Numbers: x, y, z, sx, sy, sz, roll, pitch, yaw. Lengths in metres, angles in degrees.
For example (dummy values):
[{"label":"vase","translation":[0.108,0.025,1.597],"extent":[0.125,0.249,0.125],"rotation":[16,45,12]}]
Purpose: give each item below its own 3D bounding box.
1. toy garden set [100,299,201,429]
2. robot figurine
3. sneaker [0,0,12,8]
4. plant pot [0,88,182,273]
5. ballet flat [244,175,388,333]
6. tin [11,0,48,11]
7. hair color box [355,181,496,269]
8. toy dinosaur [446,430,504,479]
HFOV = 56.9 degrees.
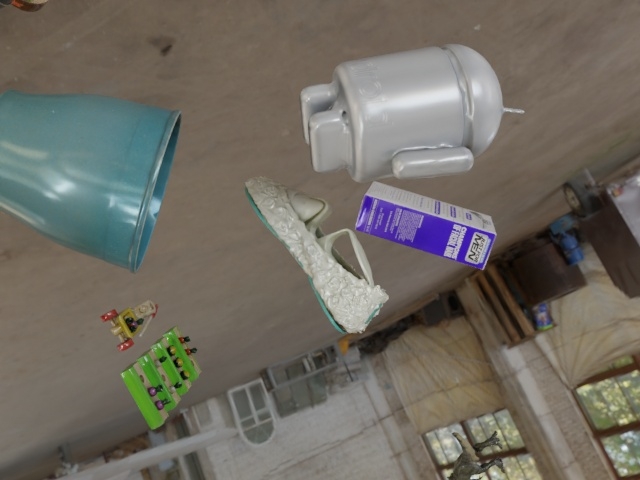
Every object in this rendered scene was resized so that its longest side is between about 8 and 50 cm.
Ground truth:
[{"label":"toy garden set","translation":[-0.290,0.191,1.068],"extent":[0.049,0.204,0.244],"rotation":[-26,-174,8]},{"label":"robot figurine","translation":[0.147,-0.211,0.986],"extent":[0.353,0.300,0.200],"rotation":[-12,144,-6]},{"label":"sneaker","translation":[-0.406,-0.451,0.753],"extent":[0.482,0.185,0.202],"rotation":[-5,-140,52]},{"label":"plant pot","translation":[-0.379,-0.109,0.930],"extent":[0.255,0.272,0.272],"rotation":[15,154,-12]},{"label":"ballet flat","translation":[0.000,0.000,1.206],"extent":[0.146,0.409,0.147],"rotation":[-30,159,-13]},{"label":"tin","translation":[-0.570,-0.524,1.153],"extent":[0.106,0.190,0.040],"rotation":[27,139,-32]},{"label":"hair color box","translation":[0.273,-0.045,1.543],"extent":[0.185,0.338,0.110],"rotation":[-53,158,-70]},{"label":"toy dinosaur","translation":[0.339,0.477,1.292],"extent":[0.118,0.064,0.268],"rotation":[-14,136,-5]}]
